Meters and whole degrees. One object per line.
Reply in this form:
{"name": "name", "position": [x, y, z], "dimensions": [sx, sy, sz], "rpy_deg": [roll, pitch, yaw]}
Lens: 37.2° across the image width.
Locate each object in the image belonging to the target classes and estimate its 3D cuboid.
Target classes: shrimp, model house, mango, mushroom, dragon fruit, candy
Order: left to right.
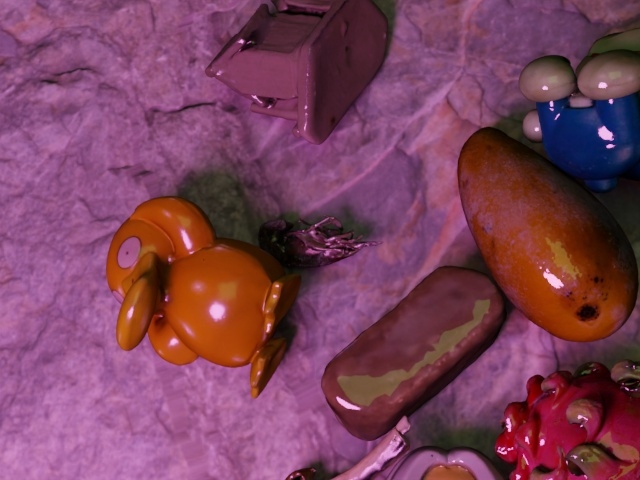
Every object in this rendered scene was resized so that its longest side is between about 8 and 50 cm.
{"name": "model house", "position": [-0.035, -0.248, 1.237], "dimensions": [0.188, 0.122, 0.229], "rpy_deg": [19, 59, 23]}
{"name": "shrimp", "position": [0.000, 0.000, 1.174], "dimensions": [0.165, 0.056, 0.065], "rpy_deg": [-5, 86, 16]}
{"name": "mushroom", "position": [0.031, 0.259, 1.067], "dimensions": [0.187, 0.061, 0.060], "rpy_deg": [-33, 76, 14]}
{"name": "candy", "position": [0.108, 0.130, 1.104], "dimensions": [0.234, 0.104, 0.102], "rpy_deg": [-40, 69, -9]}
{"name": "mango", "position": [0.253, -0.022, 1.106], "dimensions": [0.146, 0.193, 0.316], "rpy_deg": [-38, 52, 22]}
{"name": "dragon fruit", "position": [0.325, 0.251, 1.013], "dimensions": [0.273, 0.198, 0.218], "rpy_deg": [54, 51, -6]}

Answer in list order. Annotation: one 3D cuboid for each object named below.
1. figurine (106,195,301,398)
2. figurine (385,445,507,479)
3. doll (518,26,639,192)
{"name": "figurine", "position": [-0.143, 0.060, 1.121], "dimensions": [0.228, 0.215, 0.215], "rpy_deg": [11, 72, -8]}
{"name": "figurine", "position": [0.126, 0.340, 1.019], "dimensions": [0.176, 0.133, 0.236], "rpy_deg": [3, 75, 3]}
{"name": "doll", "position": [0.365, -0.154, 1.106], "dimensions": [0.322, 0.198, 0.186], "rpy_deg": [-21, 109, -37]}
